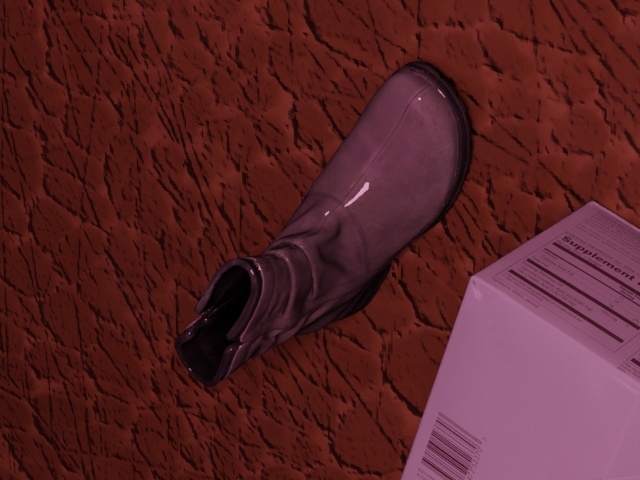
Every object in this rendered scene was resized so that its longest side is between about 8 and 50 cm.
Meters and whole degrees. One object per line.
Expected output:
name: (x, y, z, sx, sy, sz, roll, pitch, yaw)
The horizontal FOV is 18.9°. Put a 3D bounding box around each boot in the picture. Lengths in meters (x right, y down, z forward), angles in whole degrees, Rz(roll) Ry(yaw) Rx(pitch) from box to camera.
boot: (0.000, 0.000, 1.294, 0.083, 0.161, 0.246, 43, 132, 17)

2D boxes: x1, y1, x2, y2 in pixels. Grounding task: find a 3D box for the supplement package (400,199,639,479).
supplement package: (0.177, 0.148, 1.218, 0.204, 0.145, 0.262, 34, 128, 24)
